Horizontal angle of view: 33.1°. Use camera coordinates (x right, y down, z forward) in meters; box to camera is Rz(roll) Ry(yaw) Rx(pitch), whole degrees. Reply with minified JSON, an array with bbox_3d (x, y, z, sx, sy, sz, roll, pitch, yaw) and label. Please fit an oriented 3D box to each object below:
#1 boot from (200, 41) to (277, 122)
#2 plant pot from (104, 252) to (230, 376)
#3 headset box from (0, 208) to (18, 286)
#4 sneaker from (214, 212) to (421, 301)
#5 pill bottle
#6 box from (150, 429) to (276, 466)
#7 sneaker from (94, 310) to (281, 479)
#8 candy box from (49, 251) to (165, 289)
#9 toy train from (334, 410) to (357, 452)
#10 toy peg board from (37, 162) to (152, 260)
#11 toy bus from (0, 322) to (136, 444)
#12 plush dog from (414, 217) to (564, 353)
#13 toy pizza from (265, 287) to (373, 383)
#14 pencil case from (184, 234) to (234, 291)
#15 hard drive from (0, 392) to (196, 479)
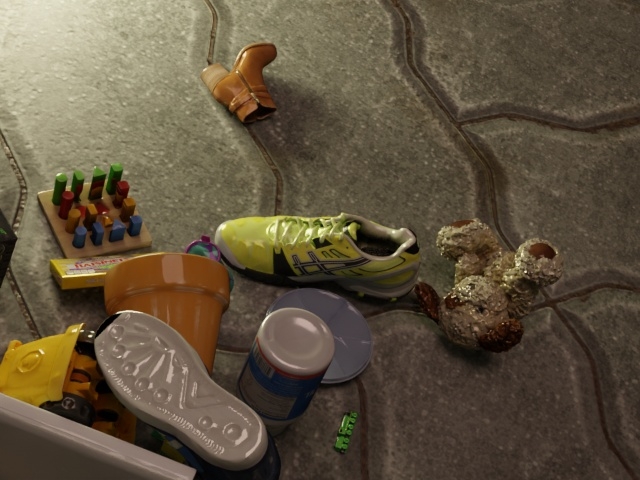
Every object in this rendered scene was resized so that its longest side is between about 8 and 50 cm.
[{"bbox_3d":[-0.136,-0.329,2.272,0.197,0.073,0.152,-32,66,-26],"label":"boot"},{"bbox_3d":[-0.245,0.145,1.738,0.205,0.205,0.188,4,65,-19],"label":"plant pot"},{"bbox_3d":[-0.660,-0.028,1.735,0.283,0.131,0.246,-11,55,-40],"label":"headset box"},{"bbox_3d":[0.000,0.000,1.975,0.384,0.147,0.145,7,50,-7],"label":"sneaker"},{"bbox_3d":[-0.064,0.218,1.714,0.124,0.221,0.124,11,48,-12],"label":"pill bottle"},{"bbox_3d":[-0.172,0.324,1.703,0.179,0.043,0.105,31,47,3],"label":"box"},{"bbox_3d":[-0.192,0.263,1.582,0.322,0.236,0.130,36,66,23],"label":"sneaker"},{"bbox_3d":[-0.351,0.050,1.846,0.205,0.027,0.105,-4,15,-25],"label":"candy box"},{"bbox_3d":[0.042,0.320,1.809,0.023,0.017,0.083,15,46,6],"label":"toy train"},{"bbox_3d":[-0.399,-0.058,1.921,0.161,0.079,0.161,-14,57,-30],"label":"toy peg board"},{"bbox_3d":[-0.402,0.248,1.604,0.211,0.220,0.149,-10,42,14],"label":"toy bus"},{"bbox_3d":[0.309,0.110,2.019,0.262,0.211,0.225,22,54,38],"label":"plush dog"},{"bbox_3d":[-0.004,0.171,1.911,0.201,0.032,0.201,11,49,-13],"label":"toy pizza"},{"bbox_3d":[-0.192,0.051,1.859,0.064,0.152,0.070,14,70,10],"label":"pencil case"},{"bbox_3d":[-0.342,0.328,1.519,0.307,0.203,0.040,22,45,-2],"label":"hard drive"}]
